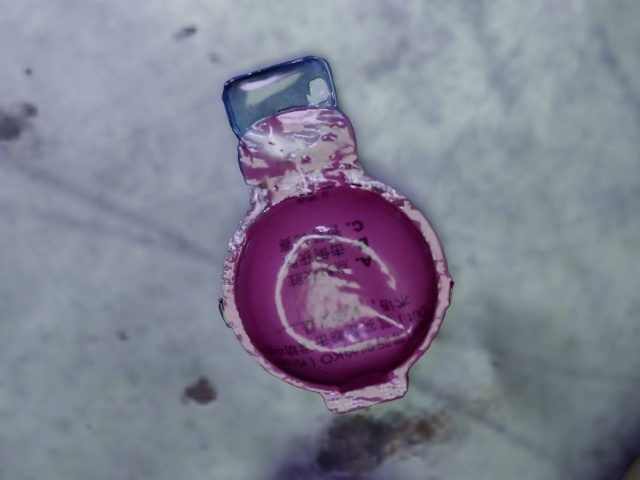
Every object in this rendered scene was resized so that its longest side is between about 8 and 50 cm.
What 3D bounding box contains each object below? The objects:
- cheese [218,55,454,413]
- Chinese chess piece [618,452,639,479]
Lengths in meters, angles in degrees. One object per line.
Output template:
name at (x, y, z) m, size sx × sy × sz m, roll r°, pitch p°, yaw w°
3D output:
cheese at (0.000, 0.000, 0.509) m, size 0.095 × 0.038 × 0.145 m, roll -15°, pitch 99°, yaw 2°
Chinese chess piece at (0.238, 0.173, 0.528) m, size 0.273 × 0.102 × 0.273 m, roll 0°, pitch 105°, yaw -1°
